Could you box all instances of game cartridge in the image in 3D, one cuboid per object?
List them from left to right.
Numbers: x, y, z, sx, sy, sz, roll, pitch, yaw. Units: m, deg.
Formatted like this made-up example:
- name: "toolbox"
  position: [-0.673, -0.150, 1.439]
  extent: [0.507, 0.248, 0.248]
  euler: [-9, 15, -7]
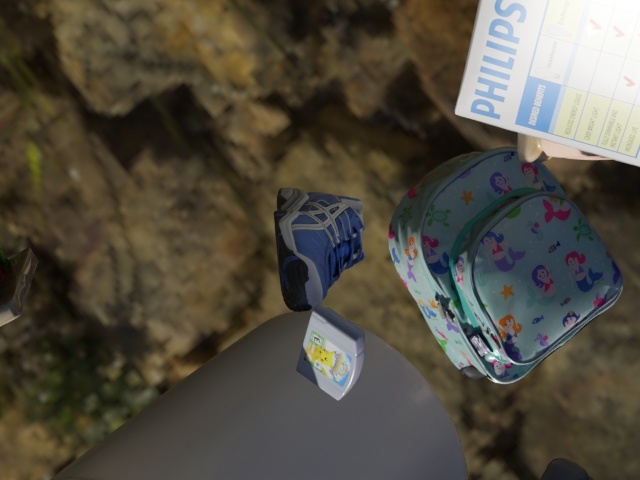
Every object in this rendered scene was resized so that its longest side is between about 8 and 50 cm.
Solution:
- name: "game cartridge"
  position: [0.010, 0.098, 1.636]
  extent: [0.017, 0.056, 0.083]
  euler: [-43, 157, -42]

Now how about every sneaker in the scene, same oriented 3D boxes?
- name: "sneaker"
  position: [0.000, 0.000, 1.743]
  extent: [0.211, 0.081, 0.080]
  euler: [-89, 176, -66]

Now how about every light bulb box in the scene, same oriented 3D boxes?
- name: "light bulb box"
  position: [0.335, -0.245, 1.642]
  extent: [0.358, 0.361, 0.225]
  euler: [99, 10, -54]

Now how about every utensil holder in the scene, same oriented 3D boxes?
- name: "utensil holder"
  position: [-0.081, 0.286, 1.896]
  extent: [0.385, 0.327, 0.327]
  euler: [-38, 166, -42]

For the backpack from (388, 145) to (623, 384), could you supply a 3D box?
- name: "backpack"
  position: [0.213, 0.020, 2.250]
  extent: [0.225, 0.253, 0.191]
  euler: [-36, -173, -17]

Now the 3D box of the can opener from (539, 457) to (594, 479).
- name: "can opener"
  position: [0.210, 0.359, 1.897]
  extent: [0.283, 0.095, 0.076]
  euler: [-60, 149, -10]

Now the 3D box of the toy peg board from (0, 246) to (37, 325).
- name: "toy peg board"
  position: [-0.320, 0.040, 1.517]
  extent: [0.161, 0.079, 0.160]
  euler: [-27, -166, 4]

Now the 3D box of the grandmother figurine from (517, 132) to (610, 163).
- name: "grandmother figurine"
  position: [0.368, -0.096, 1.857]
  extent: [0.208, 0.342, 0.104]
  euler: [-29, 123, -64]
